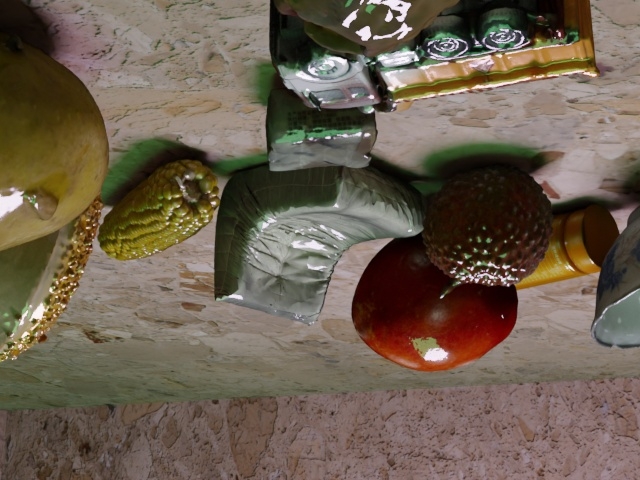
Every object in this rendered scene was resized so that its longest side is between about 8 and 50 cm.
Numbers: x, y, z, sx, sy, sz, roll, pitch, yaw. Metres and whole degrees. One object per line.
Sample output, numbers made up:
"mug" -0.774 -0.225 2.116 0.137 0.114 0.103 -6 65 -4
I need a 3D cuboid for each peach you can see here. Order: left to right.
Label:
"peach" 0.154 0.082 1.686 0.243 0.199 0.243 -5 -174 1

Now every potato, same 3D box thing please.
"potato" -0.406 -0.055 1.173 0.397 0.290 0.296 -35 155 15

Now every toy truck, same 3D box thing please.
"toy truck" 0.097 -0.187 1.037 0.270 0.114 0.135 -7 158 18

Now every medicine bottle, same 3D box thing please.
"medicine bottle" 0.331 0.014 1.729 0.096 0.096 0.192 14 159 -37

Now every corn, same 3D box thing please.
"corn" -0.214 -0.035 1.594 0.101 0.101 0.310 9 162 -24

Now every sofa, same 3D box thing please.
"sofa" 0.000 0.000 1.560 0.225 0.176 0.210 -11 160 36

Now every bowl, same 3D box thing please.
"bowl" 0.490 0.017 1.597 0.313 0.146 0.313 -13 157 -6

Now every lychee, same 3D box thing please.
"lychee" 0.211 -0.007 1.531 0.165 0.197 0.165 15 -157 -7

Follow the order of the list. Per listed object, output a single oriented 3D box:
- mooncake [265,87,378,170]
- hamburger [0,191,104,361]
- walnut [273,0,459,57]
"mooncake" 0.002 -0.126 1.309 0.125 0.073 0.130 -1 166 -3
"hamburger" -0.364 0.002 1.422 0.170 0.302 0.302 23 155 -28
"walnut" 0.040 -0.219 0.818 0.204 0.141 0.238 -9 149 22
